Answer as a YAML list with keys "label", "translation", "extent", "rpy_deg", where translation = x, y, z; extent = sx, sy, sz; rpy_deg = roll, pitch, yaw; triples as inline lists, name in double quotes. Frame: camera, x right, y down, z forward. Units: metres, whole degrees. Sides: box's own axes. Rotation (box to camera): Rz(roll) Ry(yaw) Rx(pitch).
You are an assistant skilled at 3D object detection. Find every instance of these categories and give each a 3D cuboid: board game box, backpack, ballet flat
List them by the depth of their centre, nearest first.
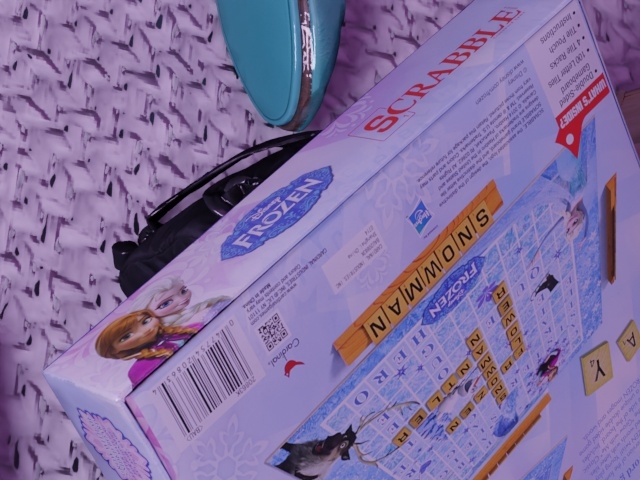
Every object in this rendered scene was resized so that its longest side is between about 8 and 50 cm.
- label: "board game box"
  translation: [0.061, 0.091, 0.937]
  extent: [0.319, 0.066, 0.318]
  rpy_deg: [-41, 122, -27]
- label: "backpack"
  translation: [0.000, 0.000, 1.006]
  extent: [0.182, 0.152, 0.115]
  rpy_deg: [-28, 99, -29]
- label: "ballet flat"
  translation: [-0.026, -0.184, 1.089]
  extent: [0.087, 0.083, 0.247]
  rpy_deg: [-13, 78, -38]

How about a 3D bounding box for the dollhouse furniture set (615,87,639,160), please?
- label: "dollhouse furniture set"
  translation: [0.301, 0.063, 1.121]
  extent: [0.355, 0.174, 0.303]
  rpy_deg: [68, 25, -19]
